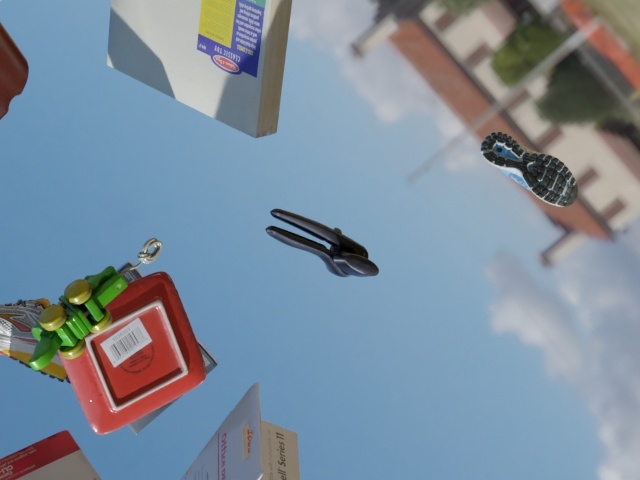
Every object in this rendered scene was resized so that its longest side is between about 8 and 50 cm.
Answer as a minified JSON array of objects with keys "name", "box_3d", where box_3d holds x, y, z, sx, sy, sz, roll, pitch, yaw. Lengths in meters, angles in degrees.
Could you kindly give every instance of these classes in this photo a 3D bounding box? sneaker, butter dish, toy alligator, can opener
[{"name":"sneaker","box_3d":[0.316,-0.107,2.327,0.162,0.063,0.073,36,-178,11]},{"name":"sneaker","box_3d":[-0.405,0.111,2.093,0.225,0.093,0.088,23,178,-3]},{"name":"butter dish","box_3d":[-0.241,0.124,1.865,0.118,0.160,0.160,24,137,59]},{"name":"toy alligator","box_3d":[-0.244,0.061,1.629,0.051,0.190,0.056,21,150,44]},{"name":"can opener","box_3d":[0.000,0.000,2.137,0.186,0.073,0.059,29,-115,-33]}]

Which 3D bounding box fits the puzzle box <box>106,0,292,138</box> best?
[{"name":"puzzle box","box_3d":[-0.211,-0.364,2.630,0.052,0.272,0.409,-16,-146,-43]}]

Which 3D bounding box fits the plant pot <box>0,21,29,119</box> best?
[{"name":"plant pot","box_3d":[-0.565,-0.281,2.179,0.265,0.272,0.272,53,-173,-38]}]

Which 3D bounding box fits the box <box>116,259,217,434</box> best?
[{"name":"box","box_3d":[-0.313,0.177,2.599,0.233,0.183,0.059,49,180,-5]}]

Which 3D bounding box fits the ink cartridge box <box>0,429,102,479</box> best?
[{"name":"ink cartridge box","box_3d":[-0.338,0.364,2.001,0.176,0.127,0.128,48,144,29]}]

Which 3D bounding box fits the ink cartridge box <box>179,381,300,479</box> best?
[{"name":"ink cartridge box","box_3d":[-0.128,0.400,2.294,0.119,0.353,0.207,23,-146,-21]}]
